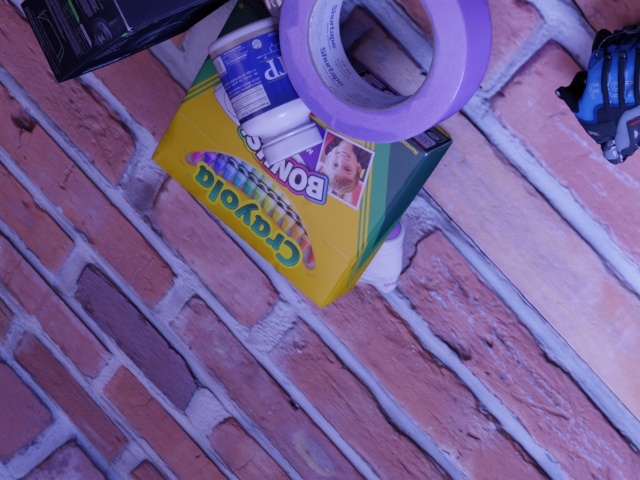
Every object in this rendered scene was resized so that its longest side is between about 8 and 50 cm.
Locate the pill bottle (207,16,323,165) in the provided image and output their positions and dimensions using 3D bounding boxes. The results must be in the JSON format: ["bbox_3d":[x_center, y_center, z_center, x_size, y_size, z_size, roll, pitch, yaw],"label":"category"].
[{"bbox_3d":[-0.071,-0.206,1.967,0.112,0.112,0.186,-21,94,53],"label":"pill bottle"}]

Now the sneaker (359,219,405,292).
[{"bbox_3d":[0.000,0.000,2.268,0.305,0.114,0.152,22,135,33],"label":"sneaker"}]

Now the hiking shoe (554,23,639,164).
[{"bbox_3d":[0.379,-0.209,1.667,0.132,0.113,0.304,43,144,7],"label":"hiking shoe"}]

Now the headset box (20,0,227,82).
[{"bbox_3d":[-0.244,-0.354,1.975,0.283,0.246,0.131,-19,98,57],"label":"headset box"}]

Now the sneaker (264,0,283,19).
[{"bbox_3d":[-0.035,-0.388,1.976,0.115,0.090,0.232,-19,108,49],"label":"sneaker"}]

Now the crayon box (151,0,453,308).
[{"bbox_3d":[-0.035,-0.135,2.100,0.363,0.106,0.313,41,121,13],"label":"crayon box"}]

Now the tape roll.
[{"bbox_3d":[0.084,-0.271,1.870,0.275,0.090,0.274,10,111,28],"label":"tape roll"}]
